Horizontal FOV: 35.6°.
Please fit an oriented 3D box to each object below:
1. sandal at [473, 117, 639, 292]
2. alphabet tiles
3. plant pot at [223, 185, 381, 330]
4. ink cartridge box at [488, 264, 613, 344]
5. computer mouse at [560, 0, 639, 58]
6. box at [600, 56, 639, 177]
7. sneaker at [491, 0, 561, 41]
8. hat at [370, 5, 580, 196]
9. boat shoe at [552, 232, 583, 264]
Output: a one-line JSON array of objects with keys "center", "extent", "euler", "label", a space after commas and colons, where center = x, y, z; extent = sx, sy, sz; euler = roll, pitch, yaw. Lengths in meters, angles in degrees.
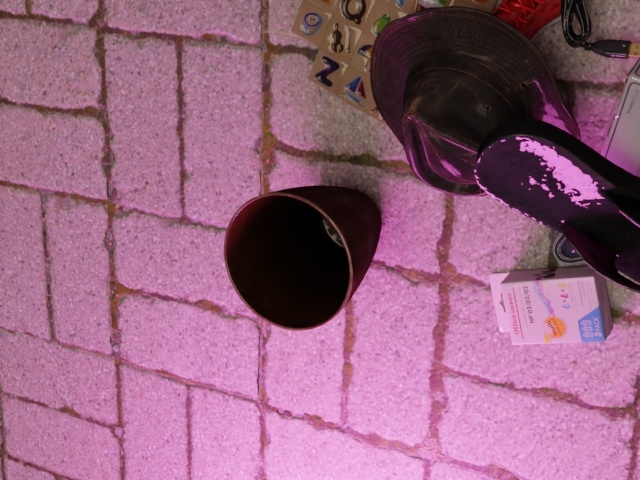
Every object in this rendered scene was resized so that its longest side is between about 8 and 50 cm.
[{"center": [0.396, -0.002, 1.291], "extent": [0.446, 0.107, 0.167], "euler": [24, 140, -7], "label": "sandal"}, {"center": [0.109, -0.353, 1.505], "extent": [0.285, 0.011, 0.342], "euler": [32, 120, 15], "label": "alphabet tiles"}, {"center": [0.000, 0.000, 1.560], "extent": [0.216, 0.230, 0.215], "euler": [9, 111, 25], "label": "plant pot"}, {"center": [0.340, 0.099, 1.512], "extent": [0.181, 0.061, 0.104], "euler": [-6, 104, 30], "label": "ink cartridge box"}, {"center": [0.424, -0.315, 1.270], "extent": [0.262, 0.060, 0.184], "euler": [3, 120, 21], "label": "computer mouse"}, {"center": [0.523, -0.120, 1.288], "extent": [0.290, 0.087, 0.169], "euler": [24, 140, 19], "label": "box"}, {"center": [0.277, -0.311, 1.359], "extent": [0.087, 0.128, 0.221], "euler": [39, 121, 11], "label": "sneaker"}, {"center": [0.184, -0.153, 1.386], "extent": [0.331, 0.134, 0.331], "euler": [23, 147, 16], "label": "hat"}, {"center": [0.403, -0.012, 1.425], "extent": [0.183, 0.083, 0.065], "euler": [-33, 90, 33], "label": "boat shoe"}]
